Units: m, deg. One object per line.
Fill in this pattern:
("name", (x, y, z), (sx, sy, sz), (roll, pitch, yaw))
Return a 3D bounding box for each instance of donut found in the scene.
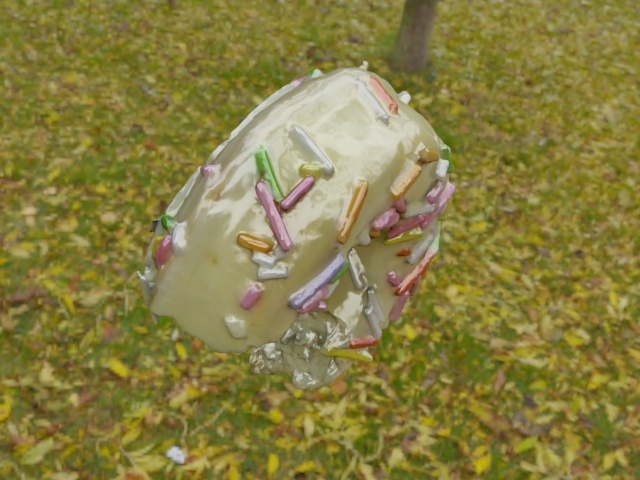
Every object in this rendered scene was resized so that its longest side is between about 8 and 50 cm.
("donut", (0.006, -0.003, 0.863), (0.150, 0.307, 0.371), (33, -7, 21))
